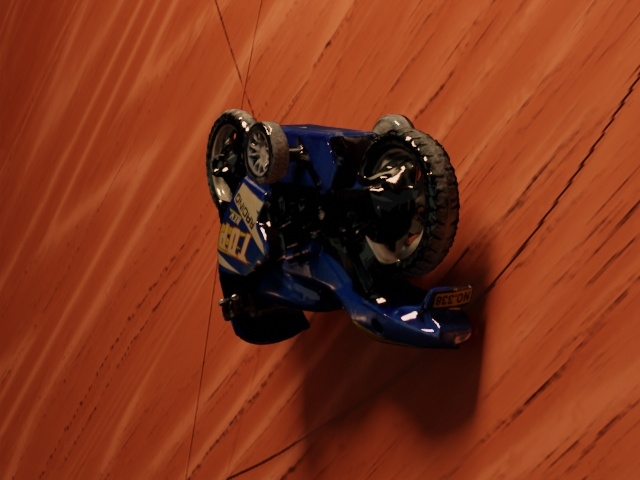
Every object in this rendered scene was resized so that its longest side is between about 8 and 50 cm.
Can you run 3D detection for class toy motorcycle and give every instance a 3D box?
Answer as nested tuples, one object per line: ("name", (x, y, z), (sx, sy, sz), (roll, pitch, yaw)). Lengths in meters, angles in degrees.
("toy motorcycle", (0.000, 0.000, 1.101), (0.315, 0.113, 0.169), (14, 106, 58))
